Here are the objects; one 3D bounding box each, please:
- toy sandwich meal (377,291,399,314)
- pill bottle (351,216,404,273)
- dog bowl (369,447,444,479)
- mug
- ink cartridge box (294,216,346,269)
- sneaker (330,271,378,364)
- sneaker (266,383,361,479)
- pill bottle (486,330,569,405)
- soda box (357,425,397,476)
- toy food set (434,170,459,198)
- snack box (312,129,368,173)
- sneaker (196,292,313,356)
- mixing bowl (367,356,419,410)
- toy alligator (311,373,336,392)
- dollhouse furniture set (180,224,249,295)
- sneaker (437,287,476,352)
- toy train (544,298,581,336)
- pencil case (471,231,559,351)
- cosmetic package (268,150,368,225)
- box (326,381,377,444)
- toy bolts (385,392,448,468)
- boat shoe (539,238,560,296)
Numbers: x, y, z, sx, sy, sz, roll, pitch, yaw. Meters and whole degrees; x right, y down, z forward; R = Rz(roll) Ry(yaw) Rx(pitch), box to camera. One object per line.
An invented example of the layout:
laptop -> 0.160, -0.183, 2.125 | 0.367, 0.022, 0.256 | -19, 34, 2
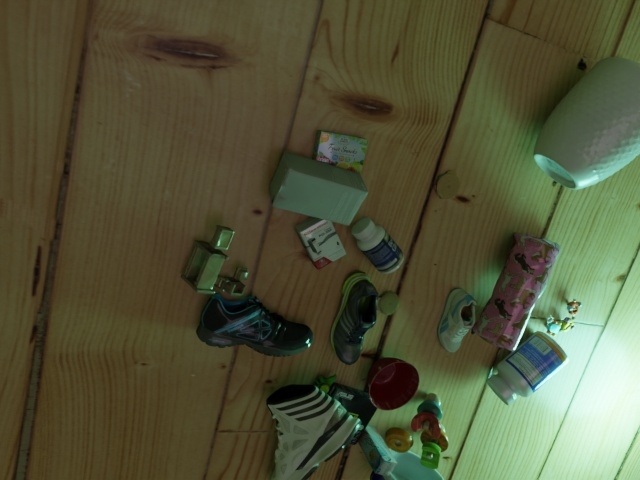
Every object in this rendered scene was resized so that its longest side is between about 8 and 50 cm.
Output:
toy sandwich meal -> 0.213, 0.201, 1.597 | 0.086, 0.029, 0.085 | -6, 103, -27
pill bottle -> 0.167, 0.013, 1.476 | 0.094, 0.094, 0.169 | -43, 117, -1
dog bowl -> 0.307, 0.849, 1.722 | 0.265, 0.265, 0.104 | 23, 102, -25
mug -> 0.844, -0.312, 1.534 | 0.328, 0.276, 0.374 | -47, 147, 6
ink cartridge box -> 0.000, 0.000, 1.433 | 0.099, 0.056, 0.135 | -30, 116, -7
sneaker -> 0.108, 0.253, 1.523 | 0.111, 0.121, 0.300 | 1, 108, -20
sneaker -> -0.087, 0.603, 1.570 | 0.257, 0.169, 0.447 | 44, 121, 11
pill bottle -> 0.745, 0.469, 1.809 | 0.272, 0.152, 0.152 | -39, 116, -3
soda box -> 0.183, 0.699, 1.670 | 0.063, 0.183, 0.058 | 26, 98, -24
toy food set -> 0.391, -0.169, 1.534 | 0.083, 0.020, 0.083 | -29, 116, -8
snack box -> 0.053, -0.244, 1.378 | 0.141, 0.037, 0.100 | 5, 106, -21
sneaker -> -0.170, 0.239, 1.417 | 0.341, 0.125, 0.139 | 10, 105, -23
mixing bowl -> 0.224, 0.456, 1.648 | 0.181, 0.098, 0.181 | -7, 111, -18
toy alligator -> -0.017, 0.495, 1.602 | 0.051, 0.056, 0.189 | 35, 101, 3
dollhouse furniture set -> -0.264, 0.045, 1.355 | 0.161, 0.101, 0.182 | 14, 104, -49
sneaker -> 0.462, 0.282, 1.677 | 0.087, 0.092, 0.228 | -2, 110, -21
toy train -> 0.897, 0.286, 1.862 | 0.166, 0.046, 0.125 | -20, 112, -16
pencil case -> 0.642, 0.164, 1.642 | 0.160, 0.167, 0.386 | 20, 95, -36
cosmetic package -> -0.008, -0.137, 1.341 | 0.238, 0.107, 0.127 | 16, 125, -22
box -> 0.082, 0.583, 1.672 | 0.191, 0.045, 0.184 | 26, 100, -26
toy bolts -> 0.357, 0.652, 1.774 | 0.218, 0.158, 0.228 | 13, 120, 18
boat shoe -> 0.748, 0.101, 1.733 | 0.076, 0.083, 0.226 | 25, 87, -14
